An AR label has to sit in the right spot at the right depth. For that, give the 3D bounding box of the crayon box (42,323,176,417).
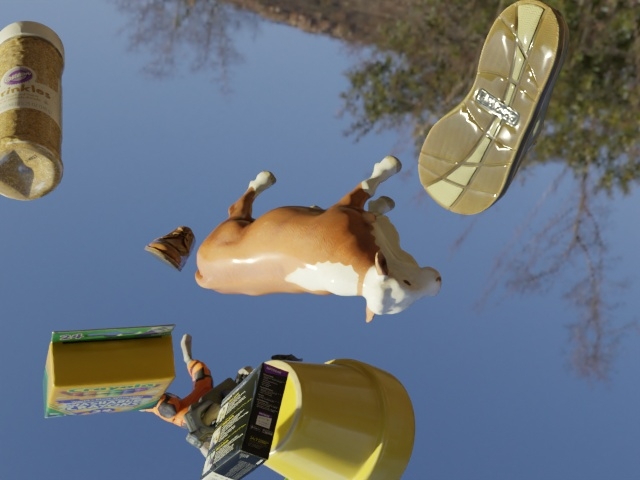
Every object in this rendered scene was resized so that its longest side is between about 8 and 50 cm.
[{"bbox_3d":[-0.371,0.233,1.723,0.203,0.323,0.083,-2,-111,-18],"label":"crayon box"}]

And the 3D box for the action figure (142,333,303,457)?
[{"bbox_3d":[-0.194,0.328,1.974,0.330,0.179,0.341,34,-144,29],"label":"action figure"}]

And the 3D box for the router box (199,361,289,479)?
[{"bbox_3d":[-0.109,0.265,1.399,0.046,0.179,0.133,23,-123,-14],"label":"router box"}]

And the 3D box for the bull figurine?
[{"bbox_3d":[0.000,0.000,1.100,0.310,0.101,0.188,1,-140,32],"label":"bull figurine"}]

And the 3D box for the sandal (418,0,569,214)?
[{"bbox_3d":[0.128,-0.089,0.695,0.049,0.180,0.072,-22,-123,-41],"label":"sandal"}]

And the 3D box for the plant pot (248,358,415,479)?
[{"bbox_3d":[-0.008,0.311,1.678,0.239,0.254,0.254,25,-168,-42],"label":"plant pot"}]

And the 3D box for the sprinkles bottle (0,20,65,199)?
[{"bbox_3d":[-0.480,-0.220,1.621,0.121,0.121,0.355,3,-139,-17],"label":"sprinkles bottle"}]

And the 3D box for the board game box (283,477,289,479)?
[{"bbox_3d":[-0.039,0.488,1.724,0.124,0.039,0.259,36,-149,8],"label":"board game box"}]

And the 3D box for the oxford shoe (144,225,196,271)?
[{"bbox_3d":[-0.259,0.007,1.754,0.076,0.076,0.212,34,-179,-5],"label":"oxford shoe"}]
